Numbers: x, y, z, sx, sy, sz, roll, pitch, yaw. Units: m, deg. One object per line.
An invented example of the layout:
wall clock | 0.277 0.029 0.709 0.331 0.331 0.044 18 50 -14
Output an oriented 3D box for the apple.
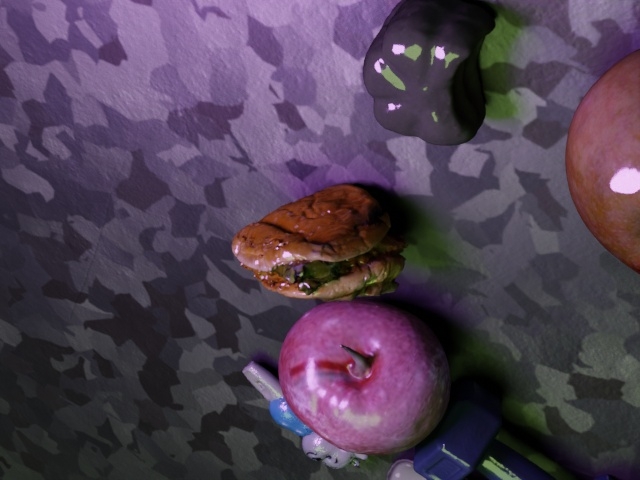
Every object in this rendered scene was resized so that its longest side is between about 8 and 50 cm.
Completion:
apple | 0.376 -0.071 1.340 0.257 0.234 0.256 16 138 15

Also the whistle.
whistle | -0.029 0.276 2.022 0.236 0.077 0.114 42 152 -8

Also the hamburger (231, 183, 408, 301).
hamburger | 0.000 0.000 1.663 0.183 0.206 0.129 21 115 53

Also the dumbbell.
dumbbell | 0.288 0.341 1.844 0.316 0.156 0.143 35 168 -3

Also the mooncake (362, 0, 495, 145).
mooncake | 0.131 -0.189 1.474 0.168 0.104 0.175 -17 122 34

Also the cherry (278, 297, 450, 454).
cherry | 0.063 0.187 1.784 0.236 0.213 0.285 42 169 27

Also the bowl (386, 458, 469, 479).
bowl | 0.221 0.486 1.965 0.158 0.337 0.337 -6 138 -15
